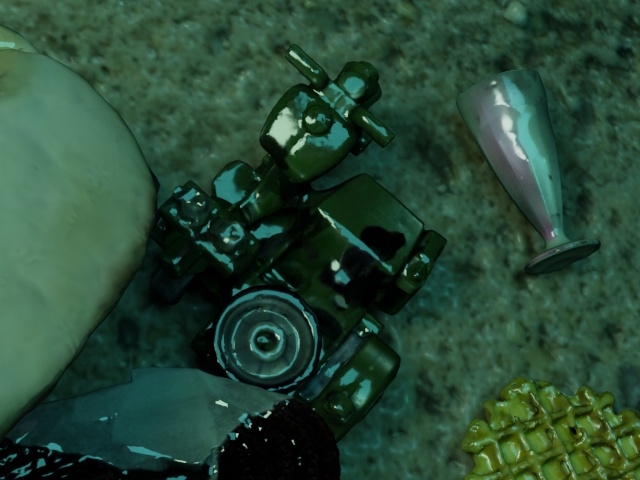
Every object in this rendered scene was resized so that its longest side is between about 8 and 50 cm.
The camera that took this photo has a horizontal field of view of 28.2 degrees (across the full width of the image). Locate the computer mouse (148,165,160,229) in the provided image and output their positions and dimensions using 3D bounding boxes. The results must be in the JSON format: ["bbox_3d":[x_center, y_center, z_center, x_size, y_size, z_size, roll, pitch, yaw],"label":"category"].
[{"bbox_3d":[-0.199,-0.039,0.855,0.192,0.062,0.106,4,65,-20],"label":"computer mouse"}]

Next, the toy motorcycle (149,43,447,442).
[{"bbox_3d":[0.000,0.000,0.886,0.205,0.127,0.275,41,60,2],"label":"toy motorcycle"}]

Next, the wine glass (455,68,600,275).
[{"bbox_3d":[0.168,-0.056,1.016,0.073,0.073,0.155,-9,70,-27],"label":"wine glass"}]

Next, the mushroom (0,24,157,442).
[{"bbox_3d":[-0.263,0.053,0.640,0.224,0.313,0.397,46,35,-1],"label":"mushroom"}]

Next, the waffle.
[{"bbox_3d":[0.180,0.184,0.926,0.191,0.038,0.191,10,63,-20],"label":"waffle"}]

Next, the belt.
[{"bbox_3d":[-0.126,0.190,0.726,0.289,0.164,0.184,-17,48,-28],"label":"belt"}]
